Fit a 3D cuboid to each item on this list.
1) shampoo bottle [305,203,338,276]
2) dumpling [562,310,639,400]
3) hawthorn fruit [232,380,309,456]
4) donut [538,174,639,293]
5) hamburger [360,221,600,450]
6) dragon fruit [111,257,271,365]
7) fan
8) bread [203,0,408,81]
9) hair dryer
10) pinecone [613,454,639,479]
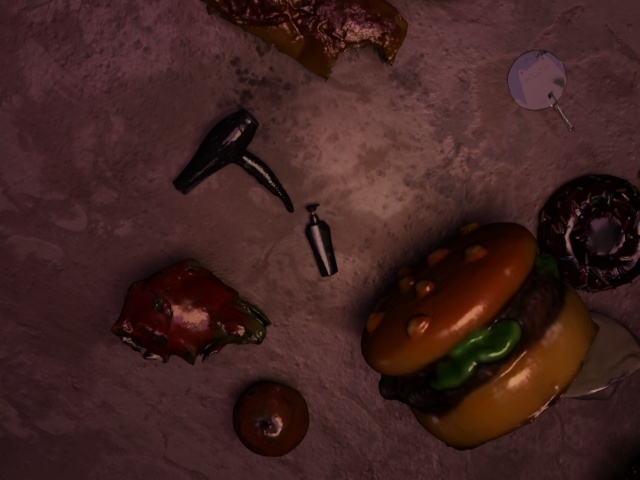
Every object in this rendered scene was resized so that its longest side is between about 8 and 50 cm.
[{"bbox_3d":[0.000,0.000,1.818,0.048,0.027,0.137,-18,99,-14],"label":"shampoo bottle"},{"bbox_3d":[0.484,0.237,1.786,0.243,0.227,0.175,-40,103,12],"label":"dumpling"},{"bbox_3d":[-0.105,0.339,1.793,0.149,0.189,0.149,3,98,26],"label":"hawthorn fruit"},{"bbox_3d":[0.532,-0.008,1.820,0.235,0.089,0.235,-1,98,-5],"label":"donut"},{"bbox_3d":[0.258,0.145,1.695,0.396,0.396,0.277,-40,99,3],"label":"hamburger"},{"bbox_3d":[-0.237,0.154,1.759,0.269,0.198,0.200,39,83,-22],"label":"dragon fruit"},{"bbox_3d":[0.426,-0.276,1.815,0.113,0.005,0.175,-37,99,2],"label":"fan"},{"bbox_3d":[-0.034,-0.412,1.717,0.380,0.109,0.185,29,95,-9],"label":"bread"},{"bbox_3d":[-0.138,-0.112,1.784,0.219,0.075,0.195,41,104,-16],"label":"hair dryer"},{"bbox_3d":[0.679,0.502,1.840,0.224,0.224,0.272,43,89,-8],"label":"pinecone"}]
